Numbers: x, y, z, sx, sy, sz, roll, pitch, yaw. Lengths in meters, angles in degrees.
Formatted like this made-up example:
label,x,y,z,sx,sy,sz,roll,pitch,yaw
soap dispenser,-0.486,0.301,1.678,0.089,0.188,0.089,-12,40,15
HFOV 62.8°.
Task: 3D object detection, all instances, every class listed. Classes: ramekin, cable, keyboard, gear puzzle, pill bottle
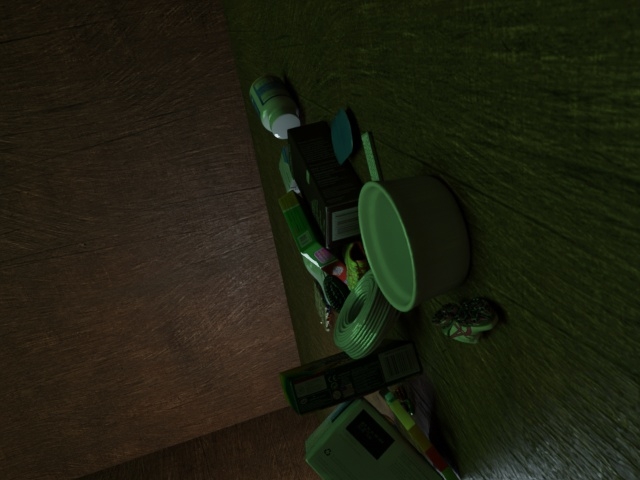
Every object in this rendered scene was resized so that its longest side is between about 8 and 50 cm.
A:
label,x,y,z,sx,sy,sz,roll,pitch,yaw
ramekin,0.191,-0.003,1.092,0.277,0.135,0.277,164,90,-77
cable,0.128,0.196,1.428,0.257,0.089,0.257,-61,10,-3
keyboard,0.147,-0.156,1.383,0.072,0.014,0.256,-174,70,-77
gear puzzle,0.020,0.335,2.498,0.339,0.044,0.175,87,161,-54
pill bottle,-0.171,-0.514,2.035,0.152,0.152,0.272,88,161,-47

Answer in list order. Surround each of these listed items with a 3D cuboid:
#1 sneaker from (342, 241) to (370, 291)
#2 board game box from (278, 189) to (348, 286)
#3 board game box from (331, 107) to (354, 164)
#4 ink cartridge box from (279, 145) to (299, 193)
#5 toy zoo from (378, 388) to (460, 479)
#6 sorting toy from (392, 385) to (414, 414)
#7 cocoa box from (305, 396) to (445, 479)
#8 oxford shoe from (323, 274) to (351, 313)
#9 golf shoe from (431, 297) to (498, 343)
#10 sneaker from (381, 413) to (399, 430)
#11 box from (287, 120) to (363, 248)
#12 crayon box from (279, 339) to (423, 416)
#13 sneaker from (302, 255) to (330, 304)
label,x,y,z,sx,sy,sz,roll,pitch,yaw
sneaker,0.123,0.093,1.646,0.094,0.081,0.208,129,123,-68
board game box,0.000,0.000,1.754,0.316,0.064,0.242,40,-160,-51
board game box,0.074,-0.299,1.500,0.169,0.033,0.133,141,118,-71
ink cartridge box,-0.108,-0.292,2.174,0.203,0.086,0.148,125,129,-75
toy zoo,0.255,0.515,1.422,0.293,0.030,0.192,54,175,-21
sorting toy,0.255,0.510,1.650,0.061,0.042,0.102,87,163,-44
cocoa box,0.151,0.633,1.481,0.347,0.231,0.228,45,172,4
oxford shoe,0.092,0.202,1.715,0.227,0.083,0.096,52,-161,-1
golf shoe,0.297,0.162,1.028,0.086,0.067,0.186,43,163,-5
sneaker,0.246,0.766,1.846,0.131,0.112,0.296,98,154,-62
box,0.015,-0.183,1.652,0.191,0.143,0.381,88,163,-49
crayon box,0.074,0.393,1.558,0.313,0.363,0.106,141,113,-76
sneaker,0.022,0.103,2.070,0.292,0.108,0.169,58,160,23
